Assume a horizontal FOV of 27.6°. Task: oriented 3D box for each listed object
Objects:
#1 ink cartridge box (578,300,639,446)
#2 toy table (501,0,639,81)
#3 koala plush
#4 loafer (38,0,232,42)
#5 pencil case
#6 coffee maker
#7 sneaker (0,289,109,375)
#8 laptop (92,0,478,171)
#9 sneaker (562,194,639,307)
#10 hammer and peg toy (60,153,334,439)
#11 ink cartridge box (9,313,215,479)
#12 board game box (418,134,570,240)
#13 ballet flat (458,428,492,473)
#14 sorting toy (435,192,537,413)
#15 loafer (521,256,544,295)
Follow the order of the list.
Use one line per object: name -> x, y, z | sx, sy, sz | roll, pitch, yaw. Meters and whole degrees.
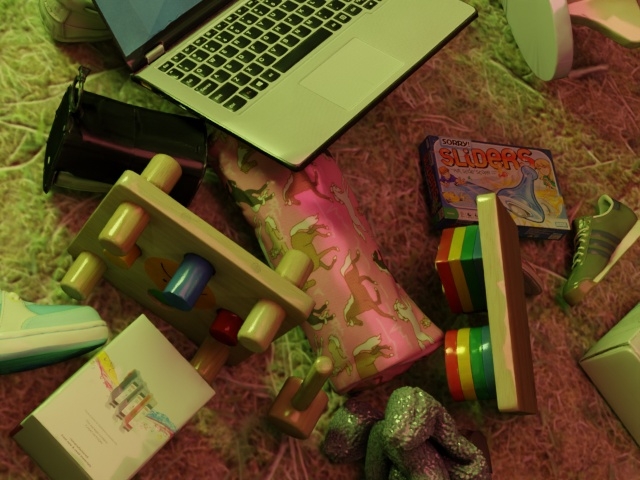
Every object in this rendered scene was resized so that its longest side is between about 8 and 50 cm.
ink cartridge box -> 0.547, 0.158, 1.836 | 0.306, 0.131, 0.226 | -36, 90, -28
toy table -> 0.362, -0.378, 1.892 | 0.160, 0.252, 0.274 | -15, 89, -11
koala plush -> 0.078, 0.320, 1.534 | 0.203, 0.196, 0.221 | 45, 60, -10
loafer -> -0.202, -0.323, 1.670 | 0.319, 0.111, 0.112 | -18, 81, -28
pencil case -> 0.000, 0.000, 1.622 | 0.160, 0.167, 0.386 | -28, 86, -22
coffee maker -> -0.226, -0.110, 1.552 | 0.178, 0.171, 0.120 | 11, 69, -21
sneaker -> -0.399, 0.046, 1.447 | 0.319, 0.127, 0.208 | -3, 75, -26
laptop -> -0.066, -0.352, 1.577 | 0.408, 0.236, 0.382 | 31, 54, 23
sneaker -> 0.384, 0.008, 1.857 | 0.086, 0.064, 0.192 | 45, 60, 4
hammer and peg toy -> -0.108, 0.068, 1.490 | 0.361, 0.266, 0.127 | 36, 62, -9
ink cartridge box -> -0.234, 0.195, 1.469 | 0.127, 0.128, 0.176 | 49, 59, -2
board game box -> 0.242, -0.073, 1.817 | 0.201, 0.035, 0.136 | 4, 59, -23
ballet flat -> 0.192, 0.366, 1.651 | 0.084, 0.058, 0.250 | 10, 70, -60
sorting toy -> 0.205, 0.092, 1.640 | 0.089, 0.255, 0.257 | -7, 80, 13
loafer -> 0.261, 0.027, 1.802 | 0.125, 0.045, 0.039 | 34, 54, -7
